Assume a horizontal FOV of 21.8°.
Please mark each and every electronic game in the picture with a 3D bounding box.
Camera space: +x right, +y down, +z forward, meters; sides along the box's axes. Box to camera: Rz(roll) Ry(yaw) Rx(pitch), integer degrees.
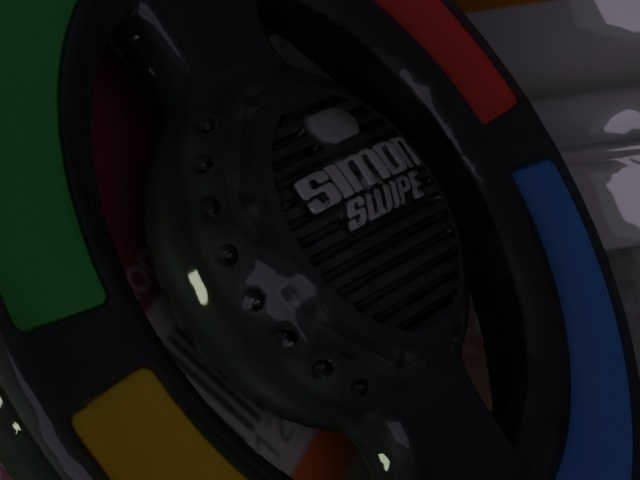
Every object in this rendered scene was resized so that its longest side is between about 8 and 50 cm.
[{"bbox_3d":[0.000,0.000,0.393,0.229,0.048,0.229,28,45,-33],"label":"electronic game"}]

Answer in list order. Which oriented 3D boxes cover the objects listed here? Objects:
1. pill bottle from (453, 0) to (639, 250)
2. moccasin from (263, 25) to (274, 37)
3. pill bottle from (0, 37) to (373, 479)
[{"bbox_3d":[0.088,-0.122,0.589,0.136,0.136,0.245,-9,95,-21],"label":"pill bottle"},{"bbox_3d":[0.003,-0.217,0.446,0.139,0.147,0.380,33,118,7],"label":"moccasin"},{"bbox_3d":[-0.172,-0.021,0.442,0.392,0.224,0.224,45,76,-16],"label":"pill bottle"}]
